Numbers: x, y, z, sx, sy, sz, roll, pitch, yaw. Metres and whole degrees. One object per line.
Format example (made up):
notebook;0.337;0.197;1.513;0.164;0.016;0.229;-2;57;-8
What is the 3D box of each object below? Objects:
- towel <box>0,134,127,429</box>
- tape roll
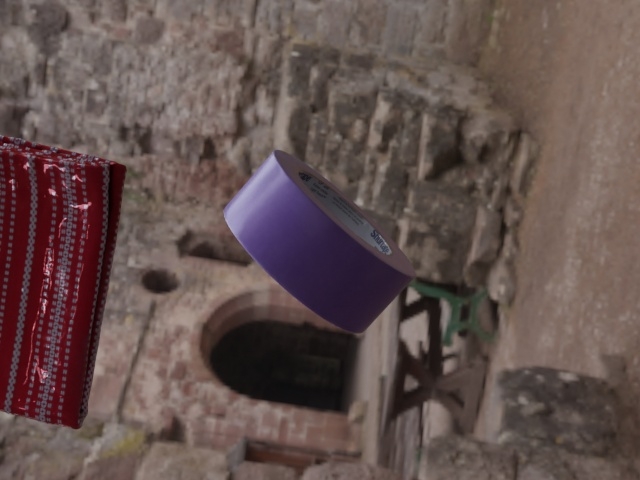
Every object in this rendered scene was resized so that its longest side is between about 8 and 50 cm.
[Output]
towel;-0.283;0.014;0.710;0.031;0.275;0.198;-10;-69;-75
tape roll;0.000;0.000;0.974;0.080;0.189;0.189;-49;6;10
